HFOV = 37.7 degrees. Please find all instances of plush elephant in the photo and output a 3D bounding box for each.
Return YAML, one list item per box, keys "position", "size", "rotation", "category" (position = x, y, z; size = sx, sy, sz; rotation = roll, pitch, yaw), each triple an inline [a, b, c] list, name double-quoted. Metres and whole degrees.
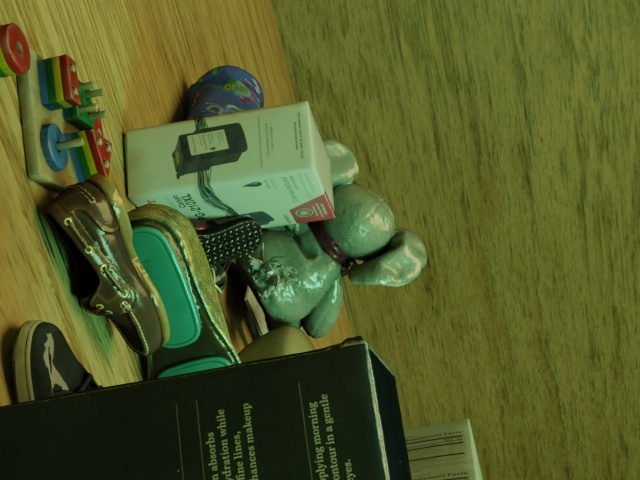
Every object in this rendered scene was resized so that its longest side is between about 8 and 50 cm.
- position: [0.000, 0.000, 1.428]
  size: [0.271, 0.255, 0.330]
  rotation: [61, -8, -3]
  category: "plush elephant"

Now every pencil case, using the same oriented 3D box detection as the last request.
- position: [-0.161, -0.167, 1.455]
  size: [0.119, 0.133, 0.306]
  rotation: [-53, -162, 27]
  category: "pencil case"

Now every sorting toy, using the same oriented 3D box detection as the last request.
- position: [-0.249, -0.113, 0.950]
  size: [0.274, 0.046, 0.132]
  rotation: [48, 32, -77]
  category: "sorting toy"

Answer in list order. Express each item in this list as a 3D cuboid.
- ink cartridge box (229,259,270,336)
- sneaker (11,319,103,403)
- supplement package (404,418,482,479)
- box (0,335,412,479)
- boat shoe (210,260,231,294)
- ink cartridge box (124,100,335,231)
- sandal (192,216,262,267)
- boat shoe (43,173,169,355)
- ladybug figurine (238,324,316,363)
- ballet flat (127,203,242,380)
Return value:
- position: [-0.092, 0.083, 1.746]
  size: [0.303, 0.072, 0.307]
  rotation: [73, 25, -45]
  category: "ink cartridge box"
- position: [-0.158, 0.159, 0.802]
  size: [0.086, 0.164, 0.226]
  rotation: [-78, 155, -69]
  category: "sneaker"
- position: [0.127, 0.398, 1.230]
  size: [0.262, 0.198, 0.199]
  rotation: [-76, 153, -71]
  category: "supplement package"
- position: [-0.084, 0.266, 0.612]
  size: [0.179, 0.313, 0.343]
  rotation: [58, 23, -73]
  category: "box"
- position: [-0.166, 0.051, 1.242]
  size: [0.233, 0.079, 0.084]
  rotation: [-80, 159, -66]
  category: "boat shoe"
- position: [-0.113, -0.084, 1.217]
  size: [0.172, 0.237, 0.100]
  rotation: [63, 21, -67]
  category: "ink cartridge box"
- position: [-0.156, 0.008, 1.189]
  size: [0.040, 0.179, 0.067]
  rotation: [28, -57, 44]
  category: "sandal"
- position: [-0.216, 0.037, 0.937]
  size: [0.073, 0.073, 0.206]
  rotation: [-41, 126, -37]
  category: "boat shoe"
- position: [-0.057, 0.347, 1.316]
  size: [0.305, 0.162, 0.449]
  rotation: [58, 23, -70]
  category: "ladybug figurine"
- position: [-0.151, 0.119, 1.095]
  size: [0.123, 0.123, 0.348]
  rotation: [-78, 154, -72]
  category: "ballet flat"
